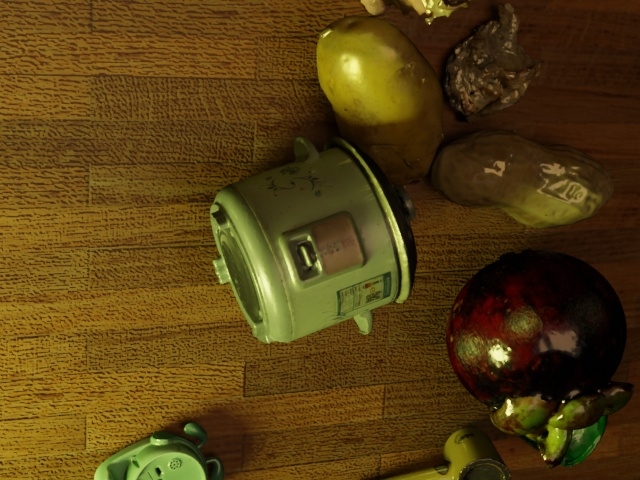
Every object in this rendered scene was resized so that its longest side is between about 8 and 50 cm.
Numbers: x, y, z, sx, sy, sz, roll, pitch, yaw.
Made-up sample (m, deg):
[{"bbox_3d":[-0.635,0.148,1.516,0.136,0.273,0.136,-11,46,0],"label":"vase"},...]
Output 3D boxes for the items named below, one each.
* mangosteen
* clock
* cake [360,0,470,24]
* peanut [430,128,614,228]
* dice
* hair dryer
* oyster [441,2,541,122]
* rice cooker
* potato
[{"bbox_3d":[0.348,0.166,1.896,0.311,0.311,0.311,-6,104,-23],"label":"mangosteen"},{"bbox_3d":[-0.240,0.367,1.809,0.188,0.060,0.148,-33,113,-15],"label":"clock"},{"bbox_3d":[0.176,-0.500,1.660,0.314,0.307,0.293,-32,109,-13],"label":"cake"},{"bbox_3d":[0.324,-0.100,1.914,0.313,0.149,0.149,12,97,-23],"label":"peanut"},{"bbox_3d":[0.408,0.307,2.052,0.131,0.120,0.128,38,84,-29],"label":"dice"},{"bbox_3d":[0.168,0.397,1.979,0.279,0.135,0.090,-13,108,-3],"label":"hair dryer"},{"bbox_3d":[0.274,-0.281,1.879,0.163,0.081,0.191,-3,100,-19],"label":"oyster"},{"bbox_3d":[0.000,0.000,1.719,0.317,0.264,0.316,1,87,-15],"label":"rice cooker"},{"bbox_3d":[0.094,-0.204,1.744,0.300,0.173,0.140,68,30,-42],"label":"potato"}]
